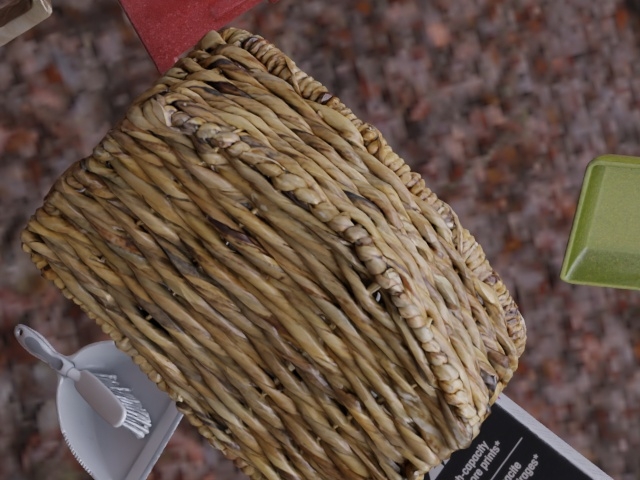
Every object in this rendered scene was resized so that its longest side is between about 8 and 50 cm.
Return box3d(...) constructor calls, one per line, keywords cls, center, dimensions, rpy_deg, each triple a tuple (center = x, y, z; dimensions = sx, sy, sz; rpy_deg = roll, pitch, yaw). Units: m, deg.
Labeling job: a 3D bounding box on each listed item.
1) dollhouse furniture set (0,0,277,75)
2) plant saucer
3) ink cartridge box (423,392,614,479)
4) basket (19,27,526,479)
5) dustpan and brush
box3d(cls="dollhouse furniture set", center=(-0.238, -0.181, 1.265), dimensions=(0.152, 0.374, 0.201), rpy_deg=(57, 2, -31))
box3d(cls="plant saucer", center=(0.364, -0.024, 1.773), dimensions=(0.188, 0.188, 0.045), rpy_deg=(95, 0, -46))
box3d(cls="ink cartridge box", center=(0.136, 0.227, 1.227), dimensions=(0.175, 0.371, 0.069), rpy_deg=(-56, 149, 6))
box3d(cls="basket", center=(0.000, 0.000, 1.087), dimensions=(0.299, 0.213, 0.223), rpy_deg=(46, 37, -2))
box3d(cls="dustpan and brush", center=(-0.239, 0.147, 1.697), dimensions=(0.060, 0.211, 0.147), rpy_deg=(19, 104, -53))
